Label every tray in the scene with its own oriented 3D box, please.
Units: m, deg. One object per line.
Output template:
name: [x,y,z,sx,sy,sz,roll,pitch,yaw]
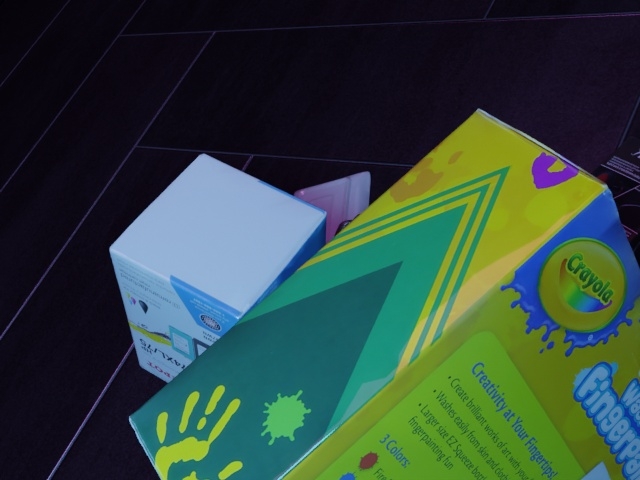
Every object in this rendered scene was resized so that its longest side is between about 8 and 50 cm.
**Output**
tray: [0.000,0.000,1.475,0.145,0.030,0.270,-15,46,25]

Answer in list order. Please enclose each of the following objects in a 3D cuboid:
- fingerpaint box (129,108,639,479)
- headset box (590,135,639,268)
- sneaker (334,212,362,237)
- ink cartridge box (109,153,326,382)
fingerpaint box: [0.123,0.176,0.824,0.371,0.445,0.163,-42,41,-4]
headset box: [0.311,0.066,1.057,0.293,0.218,0.110,-43,41,-6]
sneaker: [0.121,-0.010,1.298,0.281,0.162,0.106,-46,42,-9]
ink cartridge box: [-0.123,0.071,1.254,0.198,0.270,0.197,26,55,20]
